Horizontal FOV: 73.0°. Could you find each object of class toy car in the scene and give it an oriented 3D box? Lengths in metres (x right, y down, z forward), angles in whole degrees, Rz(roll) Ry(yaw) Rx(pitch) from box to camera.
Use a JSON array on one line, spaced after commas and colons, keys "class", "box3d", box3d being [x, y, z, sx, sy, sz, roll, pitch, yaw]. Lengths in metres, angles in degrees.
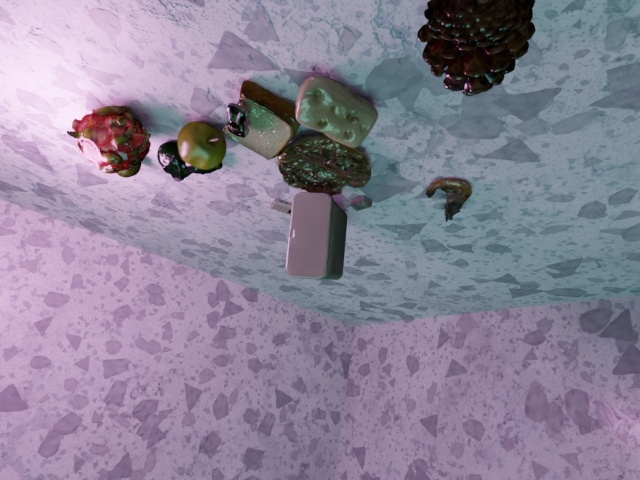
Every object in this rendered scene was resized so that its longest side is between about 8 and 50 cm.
[{"class": "toy car", "box3d": [-0.269, -0.382, 1.398, 0.069, 0.055, 0.142, 24, 152, 3]}]

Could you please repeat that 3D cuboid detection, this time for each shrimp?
[{"class": "shrimp", "box3d": [0.509, -0.164, 1.778, 0.169, 0.058, 0.296, 15, 154, 7]}]

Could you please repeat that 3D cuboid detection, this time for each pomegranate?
[{"class": "pomegranate", "box3d": [-0.848, -0.337, 1.863, 0.162, 0.122, 0.122, 30, 165, 25]}]

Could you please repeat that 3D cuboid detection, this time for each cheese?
[{"class": "cheese", "box3d": [0.045, -0.391, 1.322, 0.263, 0.093, 0.159, 21, 122, -27]}]

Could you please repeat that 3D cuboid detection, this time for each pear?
[{"class": "pear", "box3d": [-0.424, -0.349, 1.572, 0.180, 0.166, 0.216, 40, 160, -25]}]

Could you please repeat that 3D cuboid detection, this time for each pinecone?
[{"class": "pinecone", "box3d": [0.350, -0.443, 0.978, 0.247, 0.246, 0.292, 1, 166, 20]}]

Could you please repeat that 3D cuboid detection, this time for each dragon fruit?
[{"class": "dragon fruit", "box3d": [-0.775, -0.375, 1.601, 0.303, 0.237, 0.231, 7, 138, 34]}]

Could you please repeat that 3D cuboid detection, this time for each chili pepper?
[{"class": "chili pepper", "box3d": [-0.549, -0.321, 1.758, 0.265, 0.116, 0.148, 7, 153, 5]}]

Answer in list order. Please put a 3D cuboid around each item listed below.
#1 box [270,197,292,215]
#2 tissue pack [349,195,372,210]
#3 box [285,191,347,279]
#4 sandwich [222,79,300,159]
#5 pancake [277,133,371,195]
[{"class": "box", "box3d": [-0.153, -0.153, 2.096, 0.167, 0.024, 0.090, 18, 156, -18]}, {"class": "tissue pack", "box3d": [0.180, -0.164, 1.925, 0.083, 0.034, 0.063, -15, 146, 43]}, {"class": "box", "box3d": [0.000, 0.000, 1.891, 0.178, 0.351, 0.344, 2, 173, 17]}, {"class": "sandwich", "box3d": [-0.198, -0.399, 1.470, 0.226, 0.087, 0.251, 30, 152, -14]}, {"class": "pancake", "box3d": [0.014, -0.279, 1.684, 0.383, 0.071, 0.382, 6, 158, 2]}]
